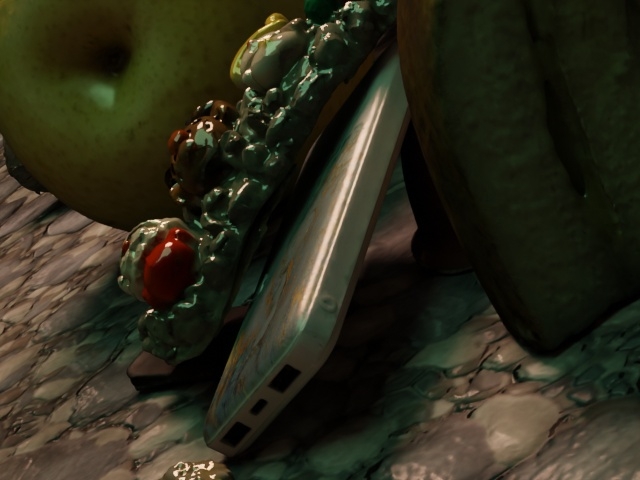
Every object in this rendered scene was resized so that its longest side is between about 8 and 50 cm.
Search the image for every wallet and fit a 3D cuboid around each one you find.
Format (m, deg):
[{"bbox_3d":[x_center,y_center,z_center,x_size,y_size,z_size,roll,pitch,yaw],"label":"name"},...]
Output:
[{"bbox_3d":[-0.066,0.071,1.167,0.157,0.018,0.082,-11,28,43],"label":"wallet"}]

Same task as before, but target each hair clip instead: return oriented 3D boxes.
[{"bbox_3d":[-0.048,-0.071,1.123,0.321,0.091,0.138,-61,11,-6],"label":"hair clip"}]

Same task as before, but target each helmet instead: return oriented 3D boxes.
[{"bbox_3d":[0.108,-0.066,1.123,0.175,0.106,0.155,-47,24,-29],"label":"helmet"}]

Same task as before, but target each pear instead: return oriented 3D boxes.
[{"bbox_3d":[-0.122,-0.175,1.387,0.348,0.348,0.348,-27,19,10],"label":"pear"}]

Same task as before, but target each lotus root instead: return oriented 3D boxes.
[{"bbox_3d":[0.148,-0.122,0.957,0.267,0.260,0.149,-35,18,-11],"label":"lotus root"}]

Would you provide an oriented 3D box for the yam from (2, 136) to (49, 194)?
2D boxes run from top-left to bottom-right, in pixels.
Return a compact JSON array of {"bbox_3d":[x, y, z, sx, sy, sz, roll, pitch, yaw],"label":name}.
[{"bbox_3d":[-0.207,-0.147,1.743,0.254,0.154,0.154,-20,21,32],"label":"yam"}]

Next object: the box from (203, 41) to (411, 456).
[{"bbox_3d":[0.000,0.000,1.064,0.142,0.044,0.285,-49,15,44],"label":"box"}]

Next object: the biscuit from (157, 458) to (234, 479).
[{"bbox_3d":[-0.163,0.208,0.943,0.250,0.032,0.133,-26,21,12],"label":"biscuit"}]
